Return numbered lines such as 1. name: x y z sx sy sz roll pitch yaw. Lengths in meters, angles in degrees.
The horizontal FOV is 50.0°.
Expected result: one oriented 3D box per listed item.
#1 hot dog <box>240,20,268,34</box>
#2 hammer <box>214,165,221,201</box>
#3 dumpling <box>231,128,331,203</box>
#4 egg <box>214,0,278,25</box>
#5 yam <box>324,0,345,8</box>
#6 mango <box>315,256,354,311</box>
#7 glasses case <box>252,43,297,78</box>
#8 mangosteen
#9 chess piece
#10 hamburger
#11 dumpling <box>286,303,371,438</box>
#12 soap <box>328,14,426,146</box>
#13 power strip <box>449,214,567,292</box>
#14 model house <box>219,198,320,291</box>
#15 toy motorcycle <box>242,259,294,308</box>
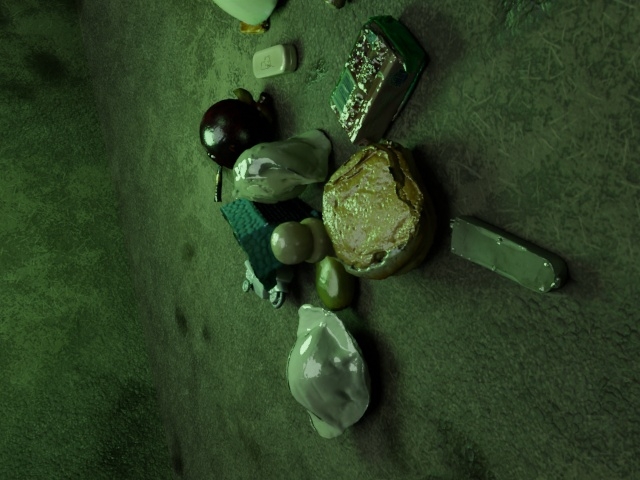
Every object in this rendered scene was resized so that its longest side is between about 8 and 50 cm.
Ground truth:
1. hot dog: -0.198 -0.655 2.084 0.133 0.041 0.056 17 112 47
2. hammer: -0.366 -0.234 2.451 0.078 0.021 0.201 35 124 50
3. dumpling: -0.119 -0.219 1.880 0.318 0.187 0.243 -3 52 37
4. egg: -0.249 -0.795 1.961 0.337 0.201 0.337 -3 87 58
5. yam: 0.058 -0.710 1.639 0.066 0.066 0.300 39 128 48
6. mango: 0.035 0.094 1.829 0.122 0.085 0.191 -21 80 61
7. glasses case: -0.135 -0.520 1.996 0.196 0.050 0.083 6 104 57
8. mangosteen: -0.240 -0.343 2.081 0.265 0.228 0.228 -51 40 -4
9. chess piece: 0.000 0.000 1.701 0.142 0.260 0.143 16 110 52
10. hamburger: 0.140 -0.062 1.551 0.318 0.158 0.319 5 97 50
11. dumpling: 0.026 0.357 1.826 0.260 0.181 0.341 1 75 49
12. soap: 0.118 -0.366 1.585 0.218 0.098 0.273 61 142 30
13. power strip: 0.360 0.026 1.334 0.286 0.048 0.080 31 124 51
14. model house: -0.128 -0.029 1.982 0.226 0.241 0.261 64 173 -34
15. toy motorcycle: -0.155 0.100 2.129 0.260 0.110 0.171 36 110 58
